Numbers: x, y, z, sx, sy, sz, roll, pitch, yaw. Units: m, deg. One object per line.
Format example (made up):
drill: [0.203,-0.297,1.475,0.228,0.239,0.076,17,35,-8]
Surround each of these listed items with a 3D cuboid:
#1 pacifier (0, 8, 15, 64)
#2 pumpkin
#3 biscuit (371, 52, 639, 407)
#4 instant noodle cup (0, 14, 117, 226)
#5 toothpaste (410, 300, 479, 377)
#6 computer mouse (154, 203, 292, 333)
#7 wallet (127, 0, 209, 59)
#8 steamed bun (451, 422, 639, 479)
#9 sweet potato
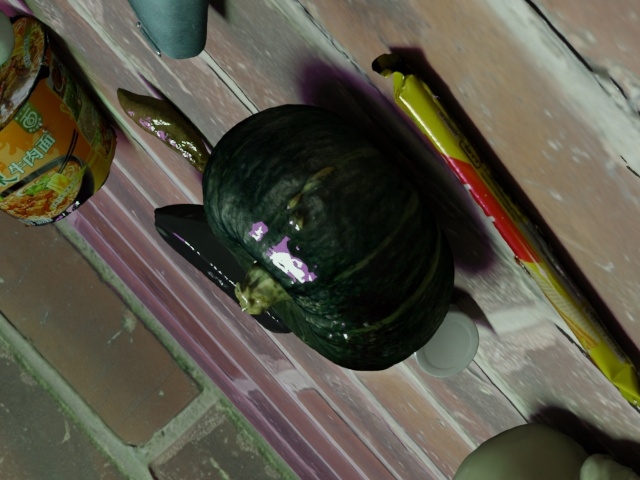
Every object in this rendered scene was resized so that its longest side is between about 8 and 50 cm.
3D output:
pacifier: [-0.431,-0.262,1.498,0.207,0.227,0.279,32,-140,-46]
pumpkin: [0.002,0.000,0.956,0.211,0.152,0.211,43,-179,-1]
biscuit: [0.128,-0.002,0.838,0.292,0.026,0.048,52,-175,-14]
instant noodle cup: [-0.376,-0.135,1.638,0.230,0.230,0.182,33,169,47]
toothpaste: [0.054,0.046,1.160,0.096,0.061,0.266,53,172,-26]
computer mouse: [-0.090,0.023,1.469,0.217,0.073,0.122,43,169,-6]
wallet: [-0.177,-0.282,0.935,0.290,0.054,0.251,47,165,10]
steamed bun: [0.215,0.320,1.049,0.324,0.219,0.309,52,166,-17]
sweet potato: [-0.151,-0.112,1.365,0.153,0.038,0.041,39,-172,-1]
